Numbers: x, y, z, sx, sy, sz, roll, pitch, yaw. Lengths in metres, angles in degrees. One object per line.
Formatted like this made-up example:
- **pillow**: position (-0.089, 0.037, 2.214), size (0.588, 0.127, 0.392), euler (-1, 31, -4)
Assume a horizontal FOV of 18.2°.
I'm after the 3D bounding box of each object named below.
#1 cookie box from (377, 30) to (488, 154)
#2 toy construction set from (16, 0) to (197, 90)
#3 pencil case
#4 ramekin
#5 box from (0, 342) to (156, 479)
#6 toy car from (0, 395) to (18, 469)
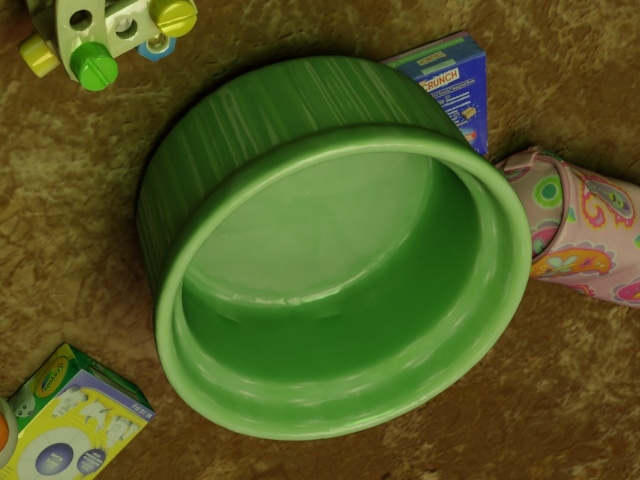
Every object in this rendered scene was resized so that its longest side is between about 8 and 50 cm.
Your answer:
- **cookie box**: position (0.092, -0.109, 1.659), size (0.092, 0.040, 0.107), euler (-21, 135, -17)
- **toy construction set**: position (-0.245, -0.153, 1.326), size (0.328, 0.151, 0.215), euler (-32, 138, -25)
- **pencil case**: position (0.268, -0.005, 1.817), size (0.284, 0.124, 0.124), euler (13, 116, -41)
- **ramekin**: position (0.000, 0.000, 1.576), size (0.303, 0.148, 0.303), euler (-12, 133, -13)
- **box**: position (-0.236, 0.178, 1.671), size (0.179, 0.043, 0.105), euler (-45, 137, 8)
- **toy car**: position (-0.316, 0.180, 1.546), size (0.182, 0.136, 0.159), euler (-46, 137, 7)
